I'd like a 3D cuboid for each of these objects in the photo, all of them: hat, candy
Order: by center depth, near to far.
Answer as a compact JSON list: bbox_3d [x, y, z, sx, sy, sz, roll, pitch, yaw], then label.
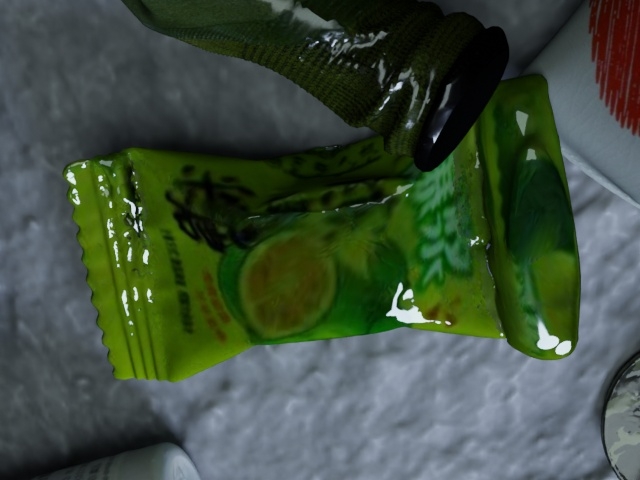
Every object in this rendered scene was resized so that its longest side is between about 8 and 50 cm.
[{"bbox_3d":[0.000,0.000,0.681,0.246,0.069,0.149,-8,117,5],"label":"candy"},{"bbox_3d":[0.210,0.101,0.718,0.121,0.050,0.121,1,111,2],"label":"hat"}]

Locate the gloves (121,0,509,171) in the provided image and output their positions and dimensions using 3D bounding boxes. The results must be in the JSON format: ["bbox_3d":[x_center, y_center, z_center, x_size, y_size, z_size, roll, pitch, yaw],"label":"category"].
[{"bbox_3d":[-0.037,-0.133,0.600,0.268,0.135,0.107,45,131,1],"label":"gloves"}]

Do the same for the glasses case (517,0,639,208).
[{"bbox_3d":[0.206,-0.136,0.597,0.128,0.083,0.308,28,112,-8],"label":"glasses case"}]

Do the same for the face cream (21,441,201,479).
[{"bbox_3d":[-0.196,0.183,0.769,0.269,0.082,0.082,-16,111,12],"label":"face cream"}]
